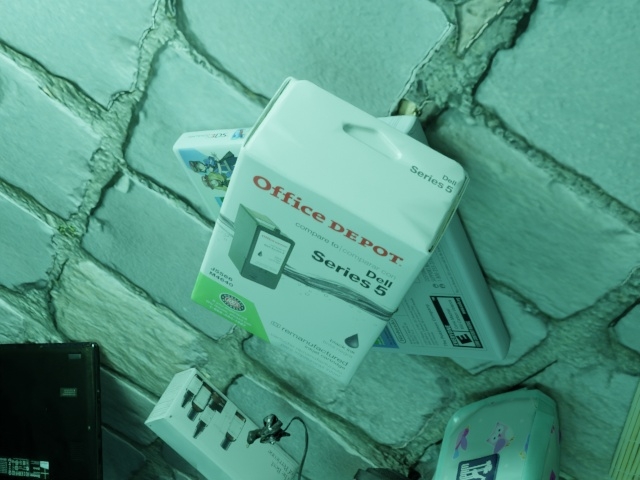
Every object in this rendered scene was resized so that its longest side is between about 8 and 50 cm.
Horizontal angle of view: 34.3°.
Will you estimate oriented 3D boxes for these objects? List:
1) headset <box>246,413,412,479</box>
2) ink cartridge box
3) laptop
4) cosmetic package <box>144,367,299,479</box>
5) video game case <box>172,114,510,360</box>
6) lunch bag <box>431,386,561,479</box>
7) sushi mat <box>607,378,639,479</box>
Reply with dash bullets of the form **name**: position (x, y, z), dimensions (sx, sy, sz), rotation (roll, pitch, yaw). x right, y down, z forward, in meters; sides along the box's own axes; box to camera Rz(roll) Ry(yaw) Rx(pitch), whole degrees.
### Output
- **headset**: position (0.045, 0.405, 1.428), dimensions (0.394, 0.243, 0.185), rotation (52, 172, 12)
- **ink cartridge box**: position (0.000, 0.000, 1.038), dimensions (0.198, 0.115, 0.273), rotation (29, 143, 3)
- **laptop**: position (-0.420, 0.376, 1.789), dimensions (0.381, 0.236, 0.408), rotation (-5, 85, 38)
- **cosmetic package**: position (-0.143, 0.308, 1.559), dimensions (0.239, 0.099, 0.060), rotation (46, 141, -20)
- **video game case**: position (0.027, 0.007, 1.155), dimensions (0.299, 0.036, 0.329), rotation (0, 134, 34)
- **lunch bag**: position (0.204, 0.324, 1.236), dimensions (0.160, 0.223, 0.262), rotation (19, 142, 3)
- **sushi mat**: position (0.412, 0.201, 1.125), dimensions (0.151, 0.019, 0.317), rotation (18, 141, 18)
